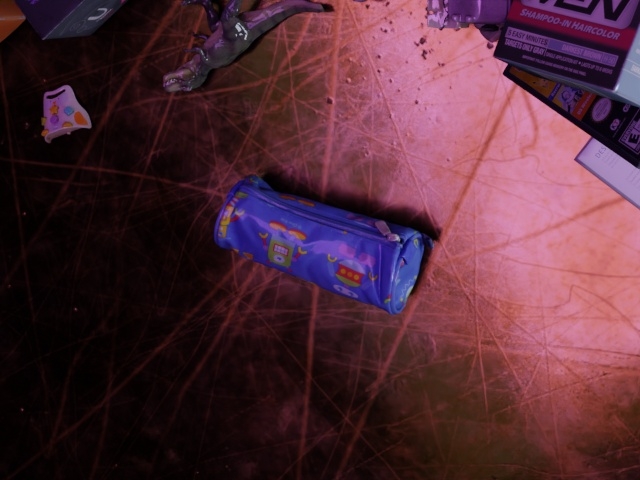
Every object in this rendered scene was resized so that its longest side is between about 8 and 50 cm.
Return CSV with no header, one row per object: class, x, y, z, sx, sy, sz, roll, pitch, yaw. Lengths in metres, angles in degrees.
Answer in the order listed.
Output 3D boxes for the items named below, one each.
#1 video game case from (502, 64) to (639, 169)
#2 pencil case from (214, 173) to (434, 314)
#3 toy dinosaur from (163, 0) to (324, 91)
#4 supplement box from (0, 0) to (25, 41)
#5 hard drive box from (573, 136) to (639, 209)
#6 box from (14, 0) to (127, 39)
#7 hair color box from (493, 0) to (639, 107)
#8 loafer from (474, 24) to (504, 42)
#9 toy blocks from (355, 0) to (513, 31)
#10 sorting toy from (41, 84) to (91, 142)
video game case,0.386,-0.264,1.418,0.248,0.035,0.275,44,112,38
pencil case,0.000,0.000,1.638,0.306,0.119,0.133,20,137,15
toy dinosaur,-0.133,-0.317,1.655,0.268,0.064,0.118,-27,106,23
supplement box,-0.564,-0.420,1.783,0.080,0.078,0.233,-32,88,26
hard drive box,0.474,-0.108,1.458,0.232,0.089,0.181,39,111,8
box,-0.396,-0.451,1.676,0.165,0.143,0.270,-36,88,22
hair color box,0.365,-0.362,1.352,0.185,0.113,0.375,26,100,42
loafer,0.264,-0.310,1.522,0.125,0.045,0.039,-32,106,30
toy blocks,0.076,-0.412,1.408,0.288,0.260,0.309,11,107,39
sorting toy,-0.410,-0.203,1.798,0.083,0.045,0.075,-17,76,23
